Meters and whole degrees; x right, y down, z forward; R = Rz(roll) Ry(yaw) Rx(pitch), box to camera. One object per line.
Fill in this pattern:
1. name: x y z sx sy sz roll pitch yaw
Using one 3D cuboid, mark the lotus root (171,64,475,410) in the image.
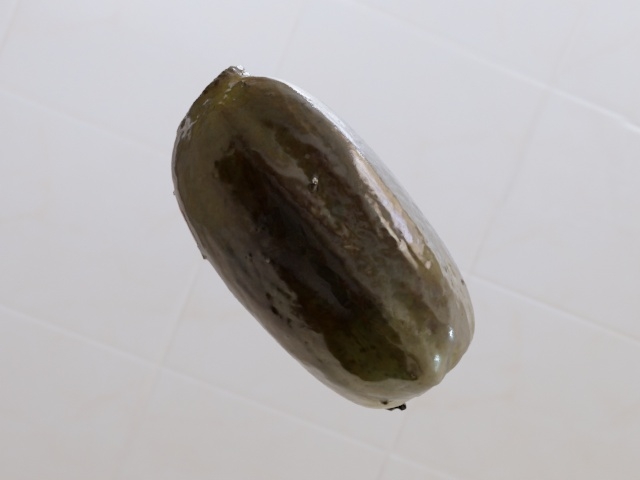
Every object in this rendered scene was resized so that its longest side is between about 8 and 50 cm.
1. lotus root: 0.000 0.000 0.875 0.124 0.241 0.123 -40 -179 5
